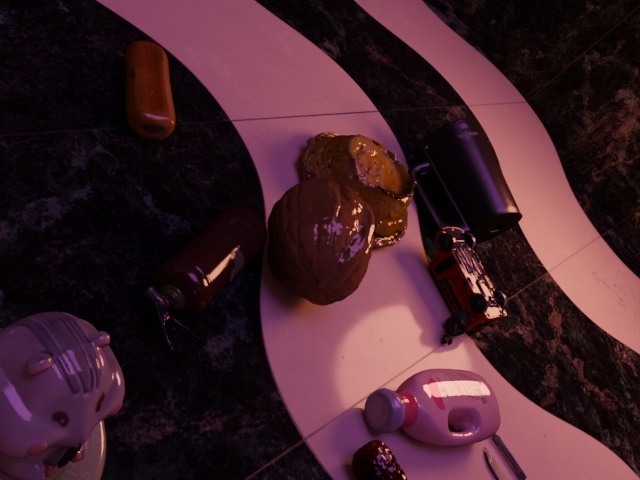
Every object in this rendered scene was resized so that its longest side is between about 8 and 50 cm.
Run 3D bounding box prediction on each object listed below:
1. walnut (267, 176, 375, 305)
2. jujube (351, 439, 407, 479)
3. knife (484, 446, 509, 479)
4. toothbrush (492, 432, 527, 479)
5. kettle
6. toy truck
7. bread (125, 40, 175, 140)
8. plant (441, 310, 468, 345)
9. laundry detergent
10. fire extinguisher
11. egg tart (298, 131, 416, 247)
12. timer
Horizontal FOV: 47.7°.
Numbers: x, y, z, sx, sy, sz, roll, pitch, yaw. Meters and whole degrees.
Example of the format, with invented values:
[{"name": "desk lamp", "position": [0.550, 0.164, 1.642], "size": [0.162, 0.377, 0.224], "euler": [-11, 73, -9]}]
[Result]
[{"name": "walnut", "position": [0.000, 0.000, 1.401], "size": [0.224, 0.225, 0.261], "euler": [34, 35, -21]}, {"name": "jujube", "position": [0.105, 0.406, 1.233], "size": [0.129, 0.077, 0.077], "euler": [60, 34, -3]}, {"name": "knife", "position": [0.423, 0.557, 1.487], "size": [0.298, 0.017, 0.047], "euler": [54, 32, 14]}, {"name": "toothbrush", "position": [0.378, 0.422, 1.571], "size": [0.220, 0.016, 0.019], "euler": [56, 26, 13]}, {"name": "kettle", "position": [0.399, -0.163, 2.018], "size": [0.262, 0.203, 0.308], "euler": [6, 55, -48]}, {"name": "toy truck", "position": [0.349, 0.093, 1.778], "size": [0.107, 0.114, 0.253], "euler": [-1, 59, -47]}, {"name": "bread", "position": [-0.339, -0.295, 1.425], "size": [0.092, 0.074, 0.239], "euler": [7, 48, -24]}, {"name": "plant", "position": [0.309, 0.204, 1.679], "size": [0.051, 0.051, 0.102], "euler": [49, 39, 1]}, {"name": "laundry detergent", "position": [0.224, 0.330, 1.426], "size": [0.335, 0.088, 0.159], "euler": [8, 51, -43]}, {"name": "fire extinguisher", "position": [-0.191, 0.064, 1.208], "size": [0.138, 0.102, 0.344], "euler": [46, 34, -6]}, {"name": "egg tart", "position": [0.108, -0.146, 1.733], "size": [0.345, 0.132, 0.345], "euler": [28, 37, -24]}, {"name": "timer", "position": [-0.322, 0.186, 0.750], "size": [0.290, 0.315, 0.291], "euler": [30, 39, -27]}]
